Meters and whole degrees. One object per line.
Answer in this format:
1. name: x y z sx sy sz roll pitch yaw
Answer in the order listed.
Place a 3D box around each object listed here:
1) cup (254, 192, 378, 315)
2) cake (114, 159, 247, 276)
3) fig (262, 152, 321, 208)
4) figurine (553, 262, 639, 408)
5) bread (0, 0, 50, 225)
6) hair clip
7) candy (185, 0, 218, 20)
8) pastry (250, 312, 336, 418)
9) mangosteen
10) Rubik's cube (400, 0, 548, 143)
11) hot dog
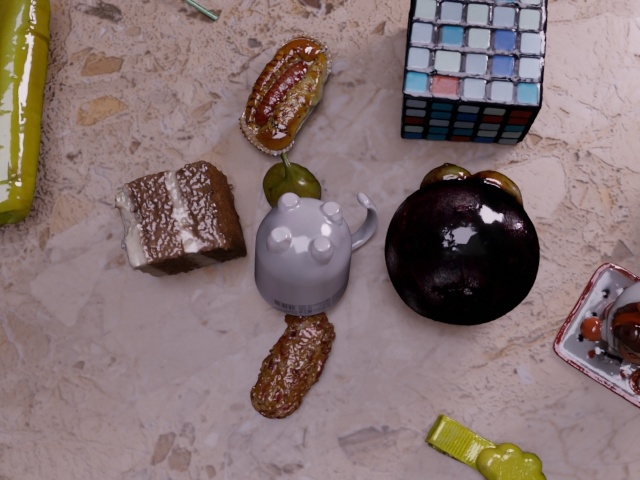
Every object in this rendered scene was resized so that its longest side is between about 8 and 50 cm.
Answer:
1. cup: -0.003 0.010 1.283 0.173 0.142 0.134 0 58 -4
2. cake: -0.196 -0.025 1.325 0.147 0.134 0.135 -18 79 9
3. fig: -0.040 -0.076 1.338 0.082 0.098 0.084 -11 78 -1
4. figurine: 0.434 0.115 1.218 0.183 0.226 0.160 32 81 8
5. bread: -0.479 -0.200 1.375 0.166 0.112 0.383 1 81 5
6. hair clip: 0.230 0.295 1.286 0.173 0.046 0.072 31 86 6
7. candy: -0.238 -0.388 1.436 0.194 0.062 0.058 34 38 -1
8. pastry: -0.038 0.169 1.312 0.087 0.063 0.169 24 81 10
9. mangosteen: 0.189 -0.009 1.280 0.211 0.211 0.250 1 48 3
10. Rubik's cube: 0.208 -0.245 1.316 0.187 0.182 0.184 6 80 4
11. hot dog: -0.048 -0.215 1.388 0.099 0.053 0.192 29 85 4
